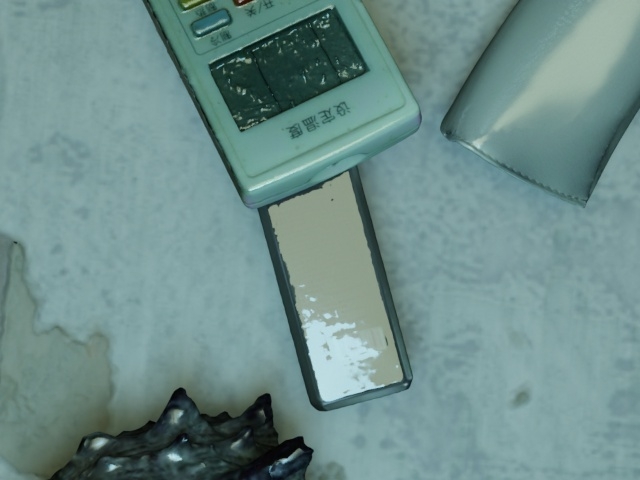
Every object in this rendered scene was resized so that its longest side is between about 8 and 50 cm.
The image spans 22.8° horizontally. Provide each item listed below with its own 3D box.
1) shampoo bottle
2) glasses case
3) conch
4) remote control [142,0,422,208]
[{"bbox_3d":[0.000,0.000,1.185,0.080,0.079,0.246,-15,90,-2],"label":"shampoo bottle"},{"bbox_3d":[0.220,-0.171,1.192,0.128,0.083,0.308,36,89,-6],"label":"glasses case"},{"bbox_3d":[-0.113,0.249,1.127,0.241,0.186,0.313,35,89,-2],"label":"conch"},{"bbox_3d":[-0.063,-0.198,1.158,0.145,0.050,0.344,-27,74,-5],"label":"remote control"}]
